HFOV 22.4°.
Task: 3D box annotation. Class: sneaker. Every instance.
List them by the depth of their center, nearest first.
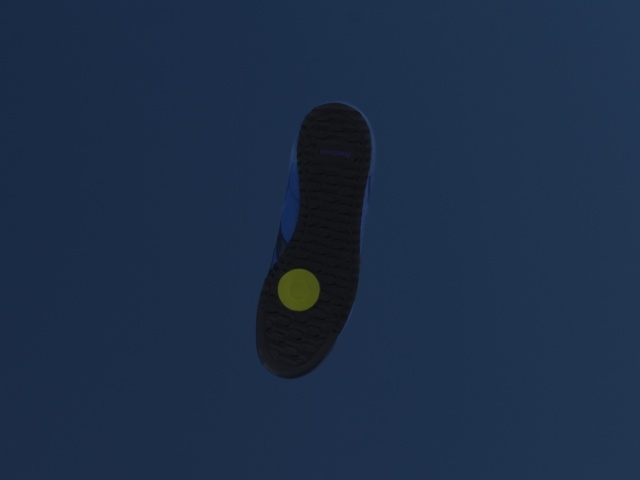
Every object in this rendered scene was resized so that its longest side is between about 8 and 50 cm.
[{"bbox_3d":[0.000,0.000,1.203,0.082,0.069,0.209,18,-97,-87],"label":"sneaker"}]
